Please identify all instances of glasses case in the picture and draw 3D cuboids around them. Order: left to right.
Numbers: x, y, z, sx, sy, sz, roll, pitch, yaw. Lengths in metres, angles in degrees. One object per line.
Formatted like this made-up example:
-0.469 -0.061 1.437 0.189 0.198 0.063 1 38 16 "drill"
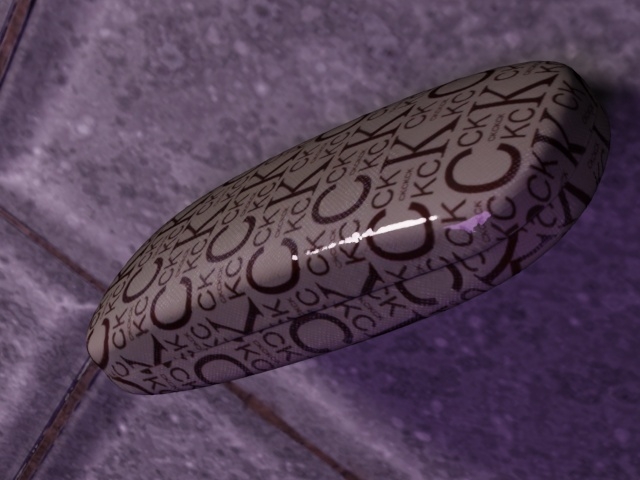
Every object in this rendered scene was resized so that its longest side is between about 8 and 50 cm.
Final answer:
0.000 0.000 0.716 0.355 0.137 0.085 -21 120 40 "glasses case"
